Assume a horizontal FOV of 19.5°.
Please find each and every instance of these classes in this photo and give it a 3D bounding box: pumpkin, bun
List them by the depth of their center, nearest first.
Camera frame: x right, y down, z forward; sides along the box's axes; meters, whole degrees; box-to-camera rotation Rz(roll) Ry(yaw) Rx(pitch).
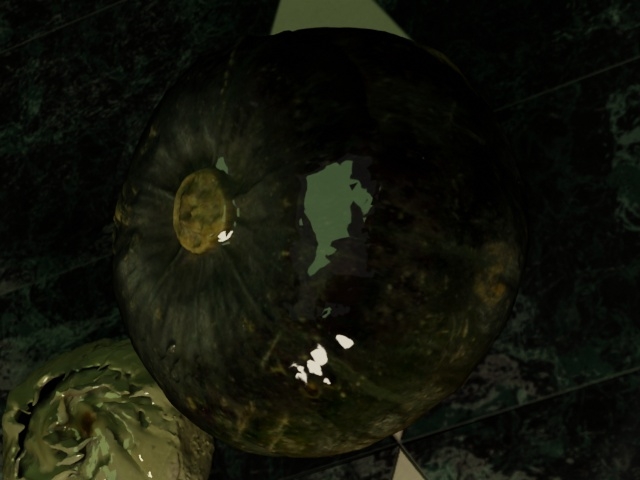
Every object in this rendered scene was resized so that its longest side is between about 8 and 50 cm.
[{"bbox_3d":[0.000,0.000,1.871,0.454,0.344,0.454,-14,68,39],"label":"pumpkin"},{"bbox_3d":[-0.248,0.221,2.026,0.259,0.152,0.259,-8,69,22],"label":"bun"}]
